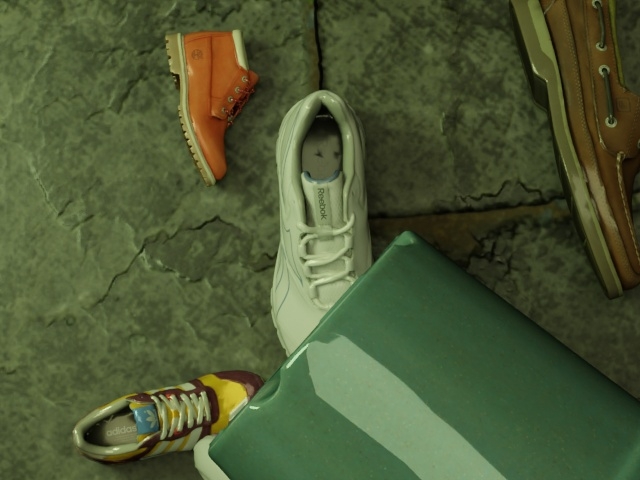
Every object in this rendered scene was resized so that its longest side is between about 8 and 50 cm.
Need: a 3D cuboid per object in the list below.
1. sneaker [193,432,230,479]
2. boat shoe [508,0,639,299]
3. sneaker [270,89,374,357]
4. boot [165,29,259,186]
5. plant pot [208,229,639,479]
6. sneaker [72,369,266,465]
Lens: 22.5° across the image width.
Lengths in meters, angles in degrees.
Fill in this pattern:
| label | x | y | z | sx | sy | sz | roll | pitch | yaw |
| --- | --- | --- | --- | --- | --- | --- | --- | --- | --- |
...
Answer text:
| label | x | y | z | sx | sy | sz | roll | pitch | yaw |
| --- | --- | --- | --- | --- | --- | --- | --- | --- | --- |
| sneaker | -0.039 | 0.316 | 1.448 | 0.152 | 0.114 | 0.305 | -36 | 81 | -2 |
| boat shoe | 0.265 | -0.102 | 1.502 | 0.104 | 0.111 | 0.307 | -15 | 80 | 3 |
| sneaker | 0.000 | 0.000 | 1.495 | 0.111 | 0.129 | 0.297 | -7 | 81 | 0 |
| boot | -0.098 | -0.132 | 1.563 | 0.085 | 0.059 | 0.158 | -9 | 79 | -2 |
| plant pot | 0.111 | 0.190 | 1.324 | 0.334 | 0.341 | 0.341 | 43 | 86 | 2 |
| sneaker | -0.138 | 0.167 | 1.498 | 0.185 | 0.084 | 0.069 | -20 | 79 | 1 |
